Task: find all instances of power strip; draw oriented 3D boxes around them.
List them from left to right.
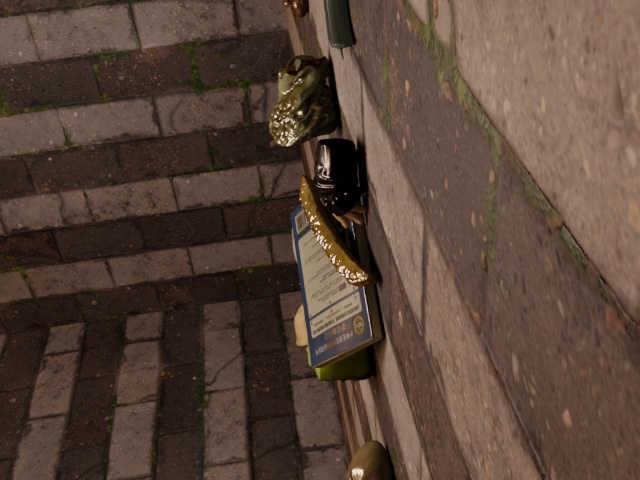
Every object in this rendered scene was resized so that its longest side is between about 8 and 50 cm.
[{"bbox_3d":[0.033,-0.467,1.404,0.137,0.044,0.216,-106,9,-70],"label":"power strip"}]

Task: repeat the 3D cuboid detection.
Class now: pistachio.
[{"bbox_3d":[0.019,0.281,2.301,0.193,0.214,0.318,39,174,-13],"label":"pistachio"},{"bbox_3d":[0.130,0.588,1.771,0.185,0.124,0.124,-74,-19,-57],"label":"pistachio"}]

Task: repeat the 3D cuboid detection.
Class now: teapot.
[{"bbox_3d":[-0.082,-0.776,2.289,0.129,0.078,0.098,-102,6,-53],"label":"teapot"}]

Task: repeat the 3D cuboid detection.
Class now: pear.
[{"bbox_3d":[0.047,0.249,1.931,0.292,0.159,0.292,173,90,-83],"label":"pear"}]

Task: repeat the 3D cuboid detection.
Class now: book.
[{"bbox_3d":[0.028,0.072,1.722,0.300,0.039,0.428,-37,56,53],"label":"book"}]

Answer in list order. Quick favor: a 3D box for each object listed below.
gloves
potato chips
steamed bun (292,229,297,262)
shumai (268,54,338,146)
[{"bbox_3d":[0.045,-0.121,1.552,0.164,0.124,0.203,-55,-32,-68],"label":"gloves"},{"bbox_3d":[0.027,-0.013,1.635,0.080,0.057,0.407,-55,40,23],"label":"potato chips"},{"bbox_3d":[0.000,0.000,2.045,0.146,0.164,0.242,-102,4,-60],"label":"steamed bun"},{"bbox_3d":[-0.054,-0.379,1.884,0.256,0.189,0.218,-119,19,-66],"label":"shumai"}]
